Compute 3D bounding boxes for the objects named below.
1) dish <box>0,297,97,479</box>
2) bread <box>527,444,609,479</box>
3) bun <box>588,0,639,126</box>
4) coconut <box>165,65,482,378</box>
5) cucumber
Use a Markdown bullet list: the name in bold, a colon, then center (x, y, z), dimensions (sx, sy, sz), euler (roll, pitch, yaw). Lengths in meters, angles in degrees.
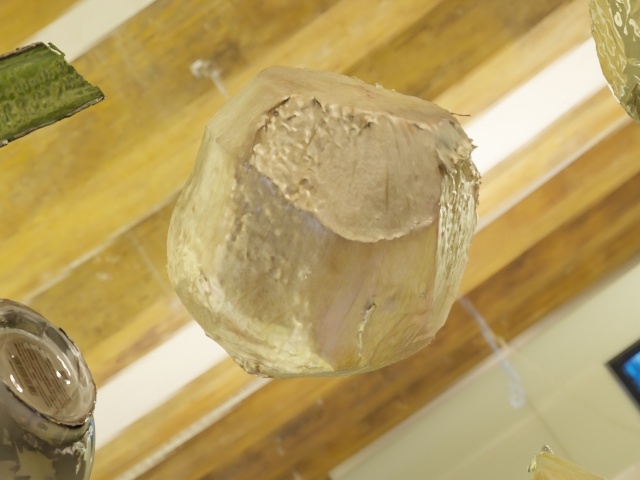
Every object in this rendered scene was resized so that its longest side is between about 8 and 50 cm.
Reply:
- **dish**: center (-0.206, 0.110, 0.919), dimensions (0.078, 0.246, 0.224), euler (-38, -39, 18)
- **bread**: center (0.157, 0.335, 1.182), dimensions (0.333, 0.333, 0.160), euler (-36, -10, 6)
- **bun**: center (0.270, -0.159, 0.766), dimensions (0.259, 0.152, 0.259), euler (-6, -14, -1)
- **coconut**: center (-0.003, -0.001, 0.844), dimensions (0.194, 0.194, 0.194), euler (-31, -18, -11)
- **cucumber**: center (-0.275, -0.100, 1.079), dimensions (0.220, 0.046, 0.070), euler (-30, -50, -24)
